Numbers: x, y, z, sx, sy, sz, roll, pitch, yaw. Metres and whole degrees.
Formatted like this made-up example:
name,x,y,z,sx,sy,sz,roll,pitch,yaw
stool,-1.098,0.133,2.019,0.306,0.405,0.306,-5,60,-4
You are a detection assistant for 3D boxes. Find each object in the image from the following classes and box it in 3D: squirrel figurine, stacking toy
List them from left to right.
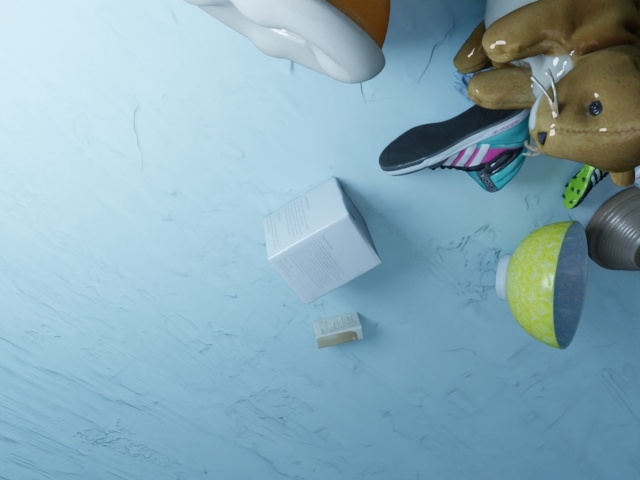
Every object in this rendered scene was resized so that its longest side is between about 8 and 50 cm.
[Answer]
name,x,y,z,sx,sy,sz,roll,pitch,yaw
stacking toy,0.019,-0.497,0.757,0.350,0.350,0.480,23,98,-24
squirrel figurine,0.419,-0.271,0.798,0.397,0.370,0.281,-9,145,-8

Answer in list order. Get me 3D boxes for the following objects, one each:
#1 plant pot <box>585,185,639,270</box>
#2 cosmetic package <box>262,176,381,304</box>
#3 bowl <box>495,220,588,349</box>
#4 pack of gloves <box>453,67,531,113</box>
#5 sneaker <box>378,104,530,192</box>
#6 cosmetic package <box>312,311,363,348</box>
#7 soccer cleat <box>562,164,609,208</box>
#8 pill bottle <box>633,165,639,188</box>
name,x,y,z,sx,sy,sz,roll,pitch,yaw
plant pot,0.764,-0.008,1.309,0.237,0.110,0.237,-6,126,-8
cosmetic package,0.000,0.000,1.133,0.184,0.151,0.151,-29,125,10
bowl,0.500,0.092,1.277,0.156,0.289,0.289,7,137,38
pack of gloves,0.365,-0.331,1.056,0.232,0.046,0.195,24,116,-36
sneaker,0.280,-0.162,1.104,0.295,0.124,0.178,-20,134,20
cosmetic package,0.042,0.219,1.350,0.115,0.060,0.041,-12,126,-1
soccer cleat,0.597,-0.144,1.212,0.072,0.060,0.179,9,119,-19
pill bottle,0.740,-0.143,1.211,0.160,0.087,0.087,23,117,-16
